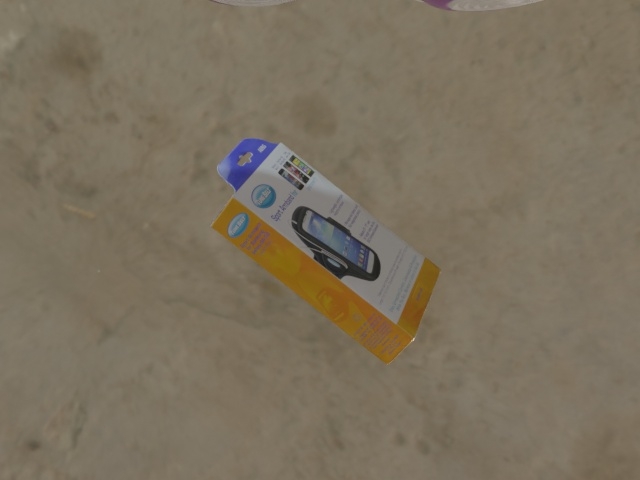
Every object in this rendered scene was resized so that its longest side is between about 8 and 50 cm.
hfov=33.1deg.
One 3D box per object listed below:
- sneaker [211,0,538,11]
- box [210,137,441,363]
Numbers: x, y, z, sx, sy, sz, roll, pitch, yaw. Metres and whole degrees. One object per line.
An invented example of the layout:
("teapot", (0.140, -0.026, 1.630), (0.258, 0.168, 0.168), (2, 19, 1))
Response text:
("sneaker", (0.010, -0.193, 0.523), (0.305, 0.114, 0.152), (-5, 88, -38))
("box", (0.000, 0.000, 0.590), (0.136, 0.081, 0.028), (37, 120, -2))
